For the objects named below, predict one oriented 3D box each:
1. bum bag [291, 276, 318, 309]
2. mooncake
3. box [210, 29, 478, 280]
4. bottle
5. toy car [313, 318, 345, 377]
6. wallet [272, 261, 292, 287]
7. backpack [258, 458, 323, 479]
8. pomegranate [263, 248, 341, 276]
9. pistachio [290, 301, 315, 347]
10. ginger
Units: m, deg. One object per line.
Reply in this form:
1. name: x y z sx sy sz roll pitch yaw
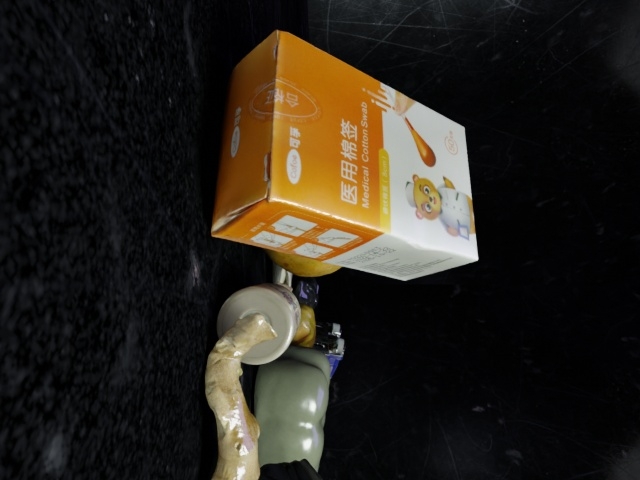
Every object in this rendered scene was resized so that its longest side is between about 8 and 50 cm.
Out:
1. bum bag: -0.051 0.173 1.463 0.340 0.095 0.143 -48 148 -84
2. mooncake: -0.054 0.337 0.897 0.275 0.135 0.274 4 90 -88
3. box: 0.039 -0.089 0.616 0.143 0.341 0.224 -25 -123 51
4. bottle: -0.079 0.116 0.662 0.209 0.097 0.110 62 52 -86
5. toy car: -0.024 0.344 1.473 0.235 0.172 0.157 -91 -163 -73
6. wallet: -0.076 -0.002 1.082 0.275 0.068 0.335 90 2 -77
7. backpack: -0.060 0.428 0.571 0.206 0.133 0.258 30 -66 61
8. pomegranate: -0.012 -0.049 0.792 0.233 0.233 0.233 0 90 -88
9. pistachio: -0.060 0.198 1.031 0.189 0.100 0.110 89 6 -58
10. ginger: -0.096 0.225 0.523 0.089 0.075 0.287 22 72 -65
